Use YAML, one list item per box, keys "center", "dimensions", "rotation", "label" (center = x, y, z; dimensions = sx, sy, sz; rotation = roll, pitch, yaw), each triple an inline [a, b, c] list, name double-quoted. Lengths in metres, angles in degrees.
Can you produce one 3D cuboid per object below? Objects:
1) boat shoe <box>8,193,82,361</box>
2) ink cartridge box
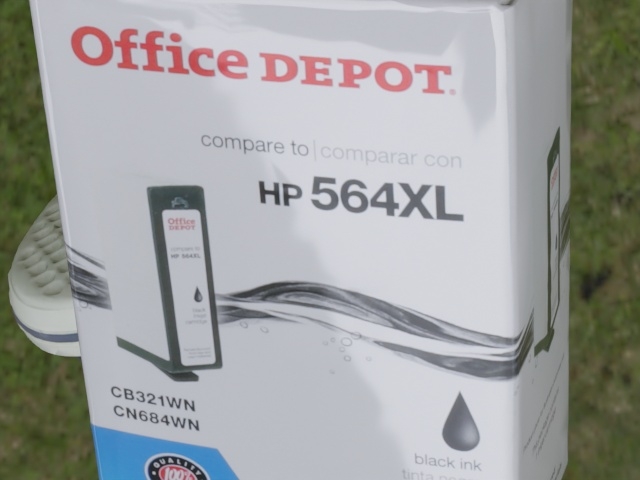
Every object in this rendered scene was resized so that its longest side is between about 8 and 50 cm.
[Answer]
- center: [0.009, -0.018, 0.997]
  dimensions: [0.187, 0.500, 0.156]
  rotation: [-4, 106, 29]
  label: "boat shoe"
- center: [0.000, 0.000, 0.534]
  dimensions: [0.148, 0.086, 0.203]
  rotation: [6, 120, 19]
  label: "ink cartridge box"
